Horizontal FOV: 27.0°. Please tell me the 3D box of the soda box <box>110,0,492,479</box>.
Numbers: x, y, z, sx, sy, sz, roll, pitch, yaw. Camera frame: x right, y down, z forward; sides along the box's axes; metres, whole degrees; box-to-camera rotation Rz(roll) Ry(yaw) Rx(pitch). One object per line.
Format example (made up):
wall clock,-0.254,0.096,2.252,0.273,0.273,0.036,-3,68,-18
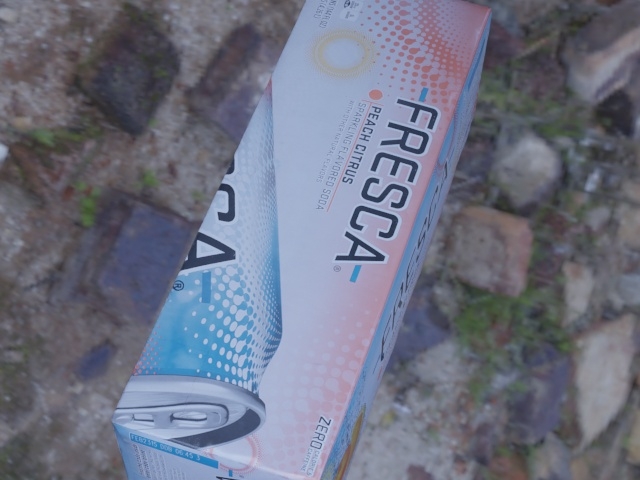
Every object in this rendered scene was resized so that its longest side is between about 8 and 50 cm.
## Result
soda box,0.000,0.000,0.419,0.058,0.063,0.183,91,18,-56
